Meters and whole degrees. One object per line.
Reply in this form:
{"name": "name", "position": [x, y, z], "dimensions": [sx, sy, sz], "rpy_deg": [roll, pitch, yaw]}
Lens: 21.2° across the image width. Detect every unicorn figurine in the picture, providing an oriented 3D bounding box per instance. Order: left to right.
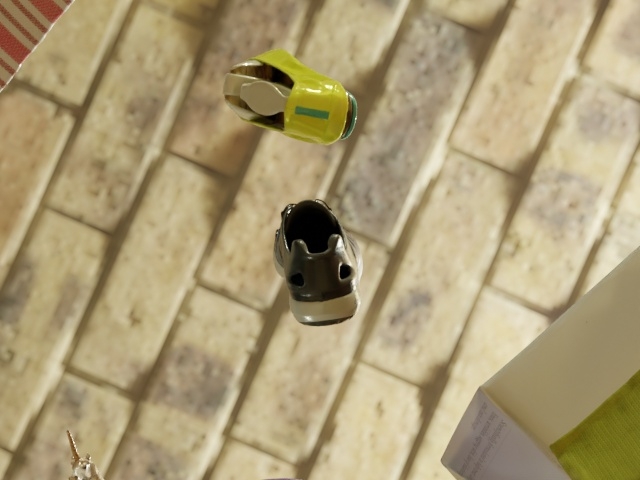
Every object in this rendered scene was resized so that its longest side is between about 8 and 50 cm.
{"name": "unicorn figurine", "position": [-0.207, 0.280, 1.696], "dimensions": [0.060, 0.162, 0.111], "rpy_deg": [-50, -164, 47]}

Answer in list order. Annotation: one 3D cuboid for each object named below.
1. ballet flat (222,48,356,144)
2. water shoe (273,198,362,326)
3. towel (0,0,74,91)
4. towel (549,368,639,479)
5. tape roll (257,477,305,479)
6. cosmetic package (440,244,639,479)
{"name": "ballet flat", "position": [-0.046, -0.136, 1.576], "dimensions": [0.231, 0.077, 0.077], "rpy_deg": [-152, -113, -62]}
{"name": "water shoe", "position": [0.000, 0.000, 1.382], "dimensions": [0.203, 0.073, 0.080], "rpy_deg": [-113, -164, -70]}
{"name": "towel", "position": [-0.312, -0.233, 1.601], "dimensions": [0.029, 0.144, 0.197], "rpy_deg": [17, -114, 48]}
{"name": "towel", "position": [0.265, 0.091, 1.194], "dimensions": [0.237, 0.021, 0.102], "rpy_deg": [-44, -158, 5]}
{"name": "tape roll", "position": [-0.032, 0.298, 1.421], "dimensions": [0.080, 0.189, 0.189], "rpy_deg": [101, 11, -50]}
{"name": "cosmetic package", "position": [0.308, 0.108, 1.588], "dimensions": [0.385, 0.156, 0.217], "rpy_deg": [-37, 163, -23]}
